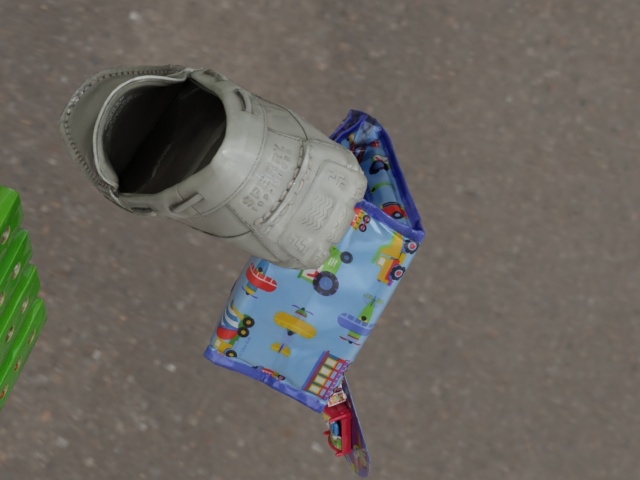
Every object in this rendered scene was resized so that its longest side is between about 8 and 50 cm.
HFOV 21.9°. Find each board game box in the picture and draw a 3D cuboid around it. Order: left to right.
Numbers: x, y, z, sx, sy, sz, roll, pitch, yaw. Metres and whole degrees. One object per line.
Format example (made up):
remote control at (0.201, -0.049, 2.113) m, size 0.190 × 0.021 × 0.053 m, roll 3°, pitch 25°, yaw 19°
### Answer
board game box at (0.016, 0.234, 2.161) m, size 0.033 × 0.133 × 0.169 m, roll -16°, pitch 90°, yaw -15°

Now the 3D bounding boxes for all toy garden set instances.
toy garden set at (-0.283, 0.091, 1.261) m, size 0.244 × 0.049 × 0.204 m, roll 99°, pitch 13°, yaw -64°

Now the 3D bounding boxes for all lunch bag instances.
lunch bag at (0.000, 0.000, 1.718) m, size 0.138 × 0.293 × 0.221 m, roll 26°, pitch 111°, yaw -8°

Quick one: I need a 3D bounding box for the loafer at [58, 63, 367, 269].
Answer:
loafer at (-0.092, -0.066, 1.029) m, size 0.111 × 0.319 × 0.112 m, roll 31°, pitch 83°, yaw -34°
